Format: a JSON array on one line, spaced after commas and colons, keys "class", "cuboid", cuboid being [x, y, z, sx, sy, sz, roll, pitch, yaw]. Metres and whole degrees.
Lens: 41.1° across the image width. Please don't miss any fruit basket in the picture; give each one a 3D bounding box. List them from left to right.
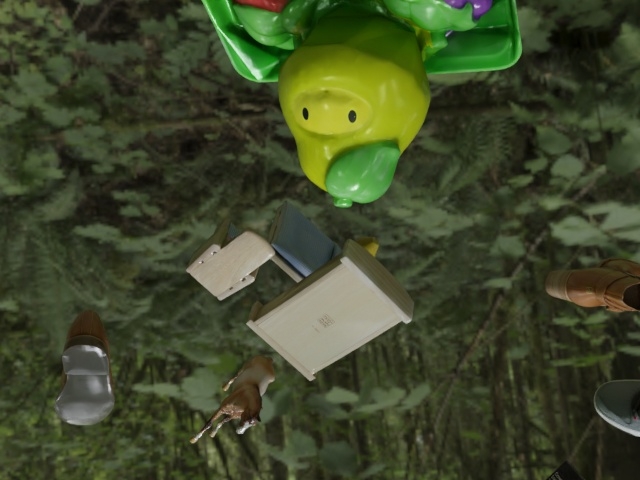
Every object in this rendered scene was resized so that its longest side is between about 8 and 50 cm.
[{"class": "fruit basket", "cuboid": [0.034, -0.245, 0.967, 0.392, 0.392, 0.283, -8, 143, 14]}]

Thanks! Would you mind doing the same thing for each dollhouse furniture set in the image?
[{"class": "dollhouse furniture set", "cuboid": [0.000, 0.000, 1.298, 0.198, 0.286, 0.303, -35, -159, 29]}]

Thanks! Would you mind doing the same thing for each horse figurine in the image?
[{"class": "horse figurine", "cuboid": [-0.143, 0.285, 1.594, 0.174, 0.066, 0.263, -42, -174, 29]}]

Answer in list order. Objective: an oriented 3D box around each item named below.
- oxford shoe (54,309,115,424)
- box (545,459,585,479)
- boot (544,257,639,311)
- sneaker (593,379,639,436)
[{"class": "oxford shoe", "cuboid": [-0.305, 0.172, 1.124, 0.076, 0.076, 0.212, 7, 135, -15]}, {"class": "box", "cuboid": [0.465, 0.528, 1.680, 0.029, 0.162, 0.116, 41, -174, -34]}, {"class": "boot", "cuboid": [0.443, 0.070, 1.225, 0.197, 0.073, 0.152, -6, -174, -27]}, {"class": "sneaker", "cuboid": [0.582, 0.267, 1.417, 0.295, 0.124, 0.178, 8, 150, 39]}]
